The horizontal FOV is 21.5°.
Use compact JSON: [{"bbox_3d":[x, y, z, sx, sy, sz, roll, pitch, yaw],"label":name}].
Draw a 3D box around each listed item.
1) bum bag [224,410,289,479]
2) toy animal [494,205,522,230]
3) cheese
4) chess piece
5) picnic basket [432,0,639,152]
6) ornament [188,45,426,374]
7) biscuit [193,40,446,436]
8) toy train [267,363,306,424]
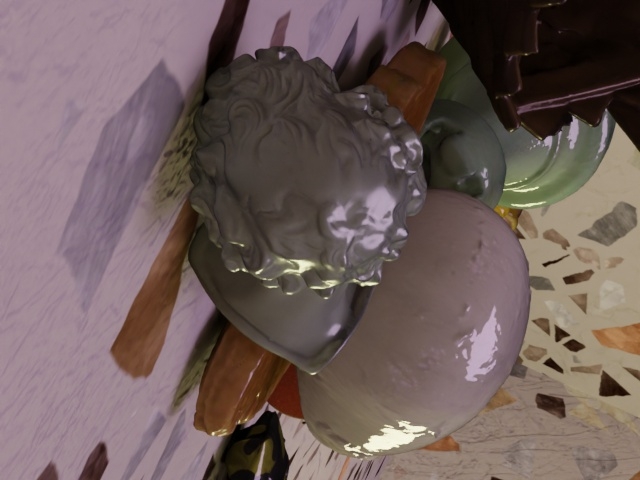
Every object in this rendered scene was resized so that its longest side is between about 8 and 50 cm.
[{"bbox_3d":[-0.065,0.233,1.519,0.232,0.060,0.107,106,2,-52],"label":"bum bag"},{"bbox_3d":[0.153,-0.015,1.910,0.248,0.149,0.165,-59,159,2],"label":"toy animal"},{"bbox_3d":[0.072,0.057,1.234,0.198,0.154,0.189,-59,168,-22],"label":"cheese"},{"bbox_3d":[0.144,-0.092,1.556,0.299,0.194,0.195,-35,149,-58],"label":"chess piece"},{"bbox_3d":[0.272,-0.193,1.368,0.291,0.321,0.254,-19,149,-26],"label":"picnic basket"},{"bbox_3d":[-0.011,-0.002,0.969,0.120,0.130,0.285,-49,167,-17],"label":"ornament"},{"bbox_3d":[-0.004,-0.002,1.267,0.376,0.051,0.269,-58,171,-39],"label":"biscuit"},{"bbox_3d":[0.045,0.080,1.497,0.285,0.177,0.116,-41,112,-72],"label":"toy train"}]
